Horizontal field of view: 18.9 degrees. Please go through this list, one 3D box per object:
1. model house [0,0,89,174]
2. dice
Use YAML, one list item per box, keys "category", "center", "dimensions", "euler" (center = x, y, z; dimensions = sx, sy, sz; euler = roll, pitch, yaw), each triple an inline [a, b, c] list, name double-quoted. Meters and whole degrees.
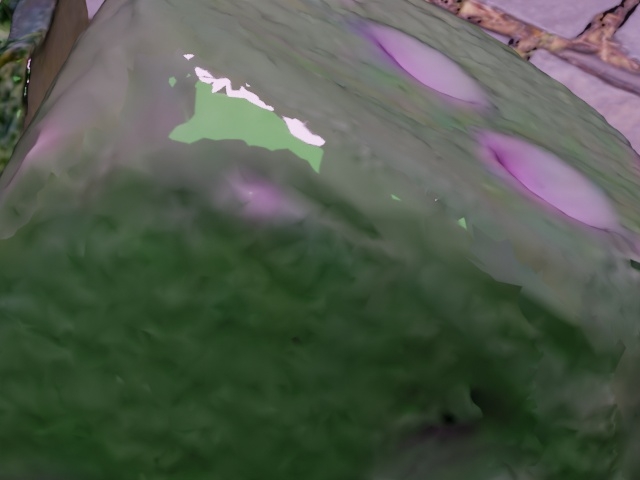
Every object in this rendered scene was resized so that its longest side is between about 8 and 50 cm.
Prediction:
- category: "model house"
  center: [-0.247, -0.054, 1.210]
  dimensions: [0.189, 0.195, 0.214]
  euler: [1, 46, 9]
- category: "dice"
  center: [-0.015, 0.049, 0.961]
  dimensions: [0.330, 0.318, 0.322]
  euler: [29, 22, -5]
